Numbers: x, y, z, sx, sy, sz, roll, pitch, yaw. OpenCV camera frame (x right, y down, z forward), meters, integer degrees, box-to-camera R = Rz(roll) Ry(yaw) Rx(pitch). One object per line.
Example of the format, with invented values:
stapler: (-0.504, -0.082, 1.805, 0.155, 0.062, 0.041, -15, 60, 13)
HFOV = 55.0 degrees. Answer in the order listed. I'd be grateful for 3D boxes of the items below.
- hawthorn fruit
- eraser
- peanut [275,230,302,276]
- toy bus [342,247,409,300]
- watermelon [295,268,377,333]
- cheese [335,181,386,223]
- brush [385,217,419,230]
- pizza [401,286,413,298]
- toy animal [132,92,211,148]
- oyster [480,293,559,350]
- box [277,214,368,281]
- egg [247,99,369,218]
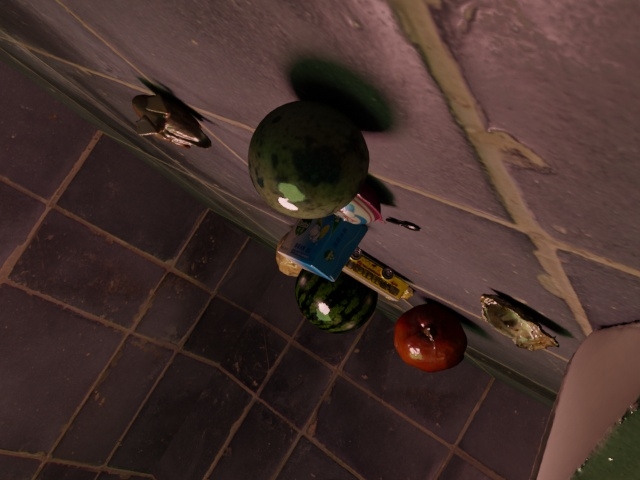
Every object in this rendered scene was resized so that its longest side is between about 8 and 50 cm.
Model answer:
hawthorn fruit: (0.313, 0.282, 1.776, 0.215, 0.215, 0.249, 30, 175, 18)
eraser: (0.440, 0.240, 0.867, 0.150, 0.331, 0.331, 29, 173, 8)
peanut: (-0.081, 0.056, 2.096, 0.140, 0.153, 0.325, 36, 167, 4)
toy bus: (0.129, 0.083, 1.682, 0.226, 0.074, 0.081, 32, 174, -7)
watermelon: (0.053, 0.168, 1.931, 0.269, 0.269, 0.269, 31, 173, 4)
cheese: (0.012, -0.092, 0.978, 0.244, 0.062, 0.155, 36, 174, -30)
brush: (0.143, -0.028, 1.079, 0.024, 0.008, 0.083, 33, 174, -39)
pizza: (0.216, 0.133, 1.812, 0.160, 0.035, 0.099, 34, 173, -24)
toy animal: (-0.296, -0.239, 1.252, 0.188, 0.089, 0.179, 32, -170, -3)
oyster: (0.379, 0.157, 1.185, 0.177, 0.056, 0.105, 31, 162, 1)
box: (0.001, 0.001, 1.366, 0.073, 0.139, 0.194, 36, 172, -26)
egg: (-0.019, -0.098, 0.742, 0.141, 0.141, 0.182, 35, -179, -25)
